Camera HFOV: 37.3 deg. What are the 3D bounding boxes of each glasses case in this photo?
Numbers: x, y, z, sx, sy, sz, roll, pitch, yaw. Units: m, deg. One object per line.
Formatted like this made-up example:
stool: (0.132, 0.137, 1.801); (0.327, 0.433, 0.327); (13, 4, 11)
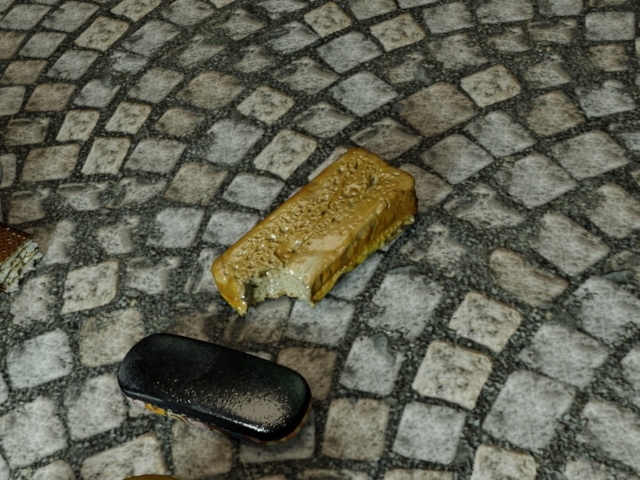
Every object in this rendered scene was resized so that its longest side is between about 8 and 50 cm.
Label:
glasses case: (-0.166, 0.226, 1.459); (0.321, 0.082, 0.122); (12, 50, 24)

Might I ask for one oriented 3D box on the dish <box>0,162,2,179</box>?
dish: (-0.798, -0.147, 1.918); (0.303, 0.120, 0.303); (-6, 48, 6)

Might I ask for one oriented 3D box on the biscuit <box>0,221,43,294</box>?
biscuit: (-0.638, 0.014, 1.766); (0.252, 0.070, 0.106); (19, 55, 26)

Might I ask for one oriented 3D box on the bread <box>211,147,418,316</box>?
bread: (0.000, 0.000, 1.625); (0.380, 0.109, 0.185); (-40, 60, -22)

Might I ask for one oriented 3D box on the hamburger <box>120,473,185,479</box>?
hamburger: (-0.215, 0.426, 1.189); (0.275, 0.212, 0.274); (-6, 46, 6)
